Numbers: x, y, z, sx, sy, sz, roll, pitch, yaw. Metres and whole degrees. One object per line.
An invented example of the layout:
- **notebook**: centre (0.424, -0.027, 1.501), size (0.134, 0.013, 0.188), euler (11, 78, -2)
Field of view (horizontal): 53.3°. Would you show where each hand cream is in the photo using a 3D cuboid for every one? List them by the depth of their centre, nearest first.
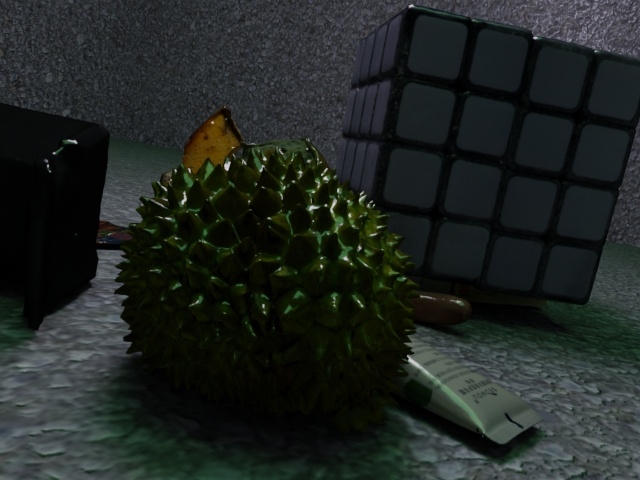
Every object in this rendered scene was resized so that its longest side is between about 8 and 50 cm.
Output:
- **hand cream**: centre (0.053, 0.099, 0.561), size (0.276, 0.059, 0.095), euler (23, 14, 37)

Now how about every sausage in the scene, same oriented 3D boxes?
- **sausage**: centre (0.094, 0.071, 0.792), size (0.186, 0.043, 0.043), euler (13, 9, 19)

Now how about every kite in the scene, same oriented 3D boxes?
- **kite**: centre (-0.319, -0.010, 0.947), size (0.321, 0.016, 0.234), euler (11, 10, 7)

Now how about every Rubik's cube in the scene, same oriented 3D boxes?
- **Rubik's cube**: centre (0.215, -0.127, 0.957), size (0.337, 0.344, 0.344), euler (9, 9, -10)

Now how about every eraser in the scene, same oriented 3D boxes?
- **eraser**: centre (0.219, 0.061, 1.013), size (0.230, 0.038, 0.157), euler (6, 10, -21)

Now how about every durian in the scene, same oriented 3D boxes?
- **durian**: centre (-0.038, 0.031, 0.468), size (0.237, 0.176, 0.200), euler (22, 55, 16)

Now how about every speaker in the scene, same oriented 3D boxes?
- **speaker**: centre (-0.384, -0.052, 0.626), size (0.388, 0.180, 0.184), euler (12, 14, 10)

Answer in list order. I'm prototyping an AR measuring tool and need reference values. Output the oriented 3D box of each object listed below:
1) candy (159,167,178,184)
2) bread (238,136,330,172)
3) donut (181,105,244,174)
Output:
- **candy**: centre (-0.298, -0.110, 1.406), size (0.110, 0.085, 0.095), euler (23, 20, 11)
- **bread**: centre (0.001, 0.000, 0.675), size (0.098, 0.087, 0.269), euler (2, -30, 24)
- **donut**: centre (-0.203, -0.134, 1.325), size (0.152, 0.259, 0.101), euler (-25, -9, 3)
